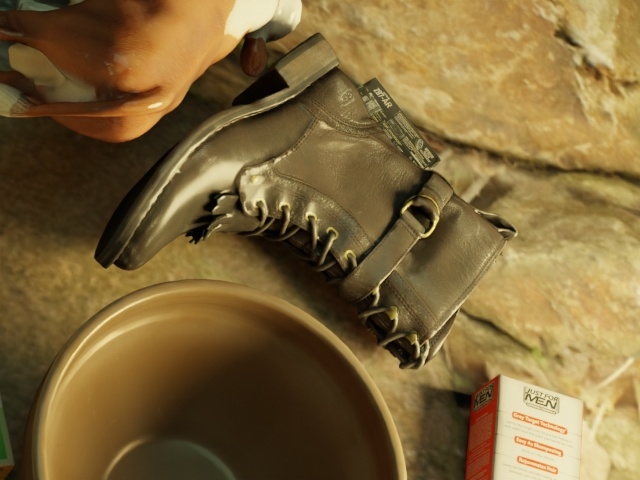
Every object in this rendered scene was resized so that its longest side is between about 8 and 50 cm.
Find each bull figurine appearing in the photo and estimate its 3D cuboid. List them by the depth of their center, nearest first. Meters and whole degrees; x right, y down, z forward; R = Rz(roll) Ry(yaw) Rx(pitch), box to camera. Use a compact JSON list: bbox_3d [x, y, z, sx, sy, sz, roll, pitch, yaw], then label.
[{"bbox_3d":[-0.129,-0.149,1.105,0.188,0.101,0.310,11,22,10],"label":"bull figurine"}]

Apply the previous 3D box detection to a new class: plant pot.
[{"bbox_3d":[-0.075,0.153,1.009,0.237,0.110,0.237,12,59,-21],"label":"plant pot"}]

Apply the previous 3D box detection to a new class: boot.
[{"bbox_3d":[0.000,0.000,1.141,0.263,0.091,0.229,-42,95,-27],"label":"boot"}]

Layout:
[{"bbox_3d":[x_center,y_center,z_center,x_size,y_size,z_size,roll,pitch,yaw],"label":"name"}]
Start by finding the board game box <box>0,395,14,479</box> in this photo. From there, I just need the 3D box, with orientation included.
[{"bbox_3d":[-0.271,0.051,1.014,0.124,0.039,0.259,-5,70,-28],"label":"board game box"}]

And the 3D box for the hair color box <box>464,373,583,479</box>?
[{"bbox_3d":[0.140,0.172,1.147,0.072,0.043,0.141,19,59,-17],"label":"hair color box"}]

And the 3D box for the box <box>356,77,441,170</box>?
[{"bbox_3d":[0.041,-0.075,1.244,0.067,0.018,0.083,-34,83,-36],"label":"box"}]
